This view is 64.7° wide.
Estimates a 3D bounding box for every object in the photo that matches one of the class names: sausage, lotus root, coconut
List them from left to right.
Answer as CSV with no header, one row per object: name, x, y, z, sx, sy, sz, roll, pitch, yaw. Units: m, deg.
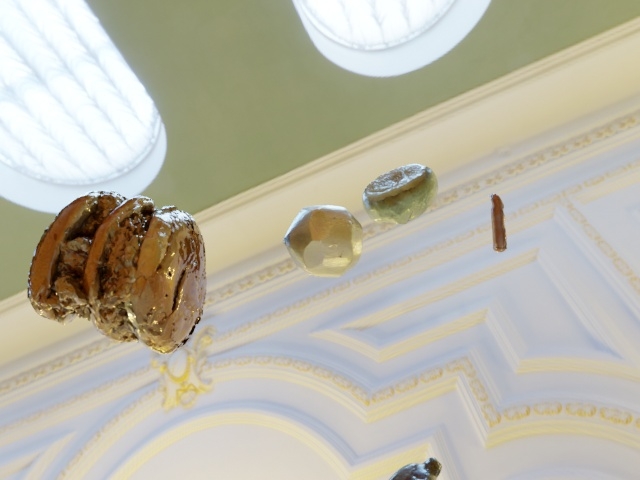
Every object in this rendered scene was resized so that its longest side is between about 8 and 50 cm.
coconut,0.001,-0.002,1.104,0.162,0.161,0.161,6,-140,-23
lotus root,0.204,0.572,1.150,0.192,0.088,0.113,-37,-160,-20
sausage,0.459,-0.045,1.309,0.036,0.158,0.042,-22,-163,-40

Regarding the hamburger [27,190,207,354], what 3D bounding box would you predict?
hamburger,-0.291,0.047,0.790,0.211,0.261,0.245,11,-135,6

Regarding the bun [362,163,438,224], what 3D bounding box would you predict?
bun,0.203,-0.105,1.272,0.195,0.118,0.195,-21,-156,9
